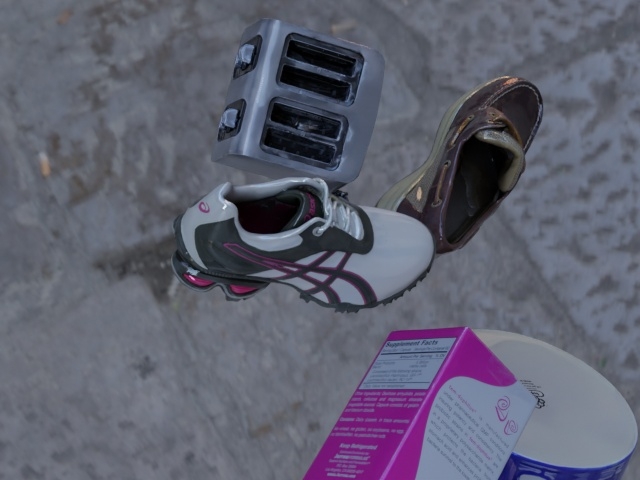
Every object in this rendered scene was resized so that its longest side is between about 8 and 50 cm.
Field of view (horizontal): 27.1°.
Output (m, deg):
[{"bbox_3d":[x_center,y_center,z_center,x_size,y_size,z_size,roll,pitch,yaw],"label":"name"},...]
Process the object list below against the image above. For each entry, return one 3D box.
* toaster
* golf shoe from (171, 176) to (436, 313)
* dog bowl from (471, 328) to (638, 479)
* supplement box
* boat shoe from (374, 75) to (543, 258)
[{"bbox_3d":[-0.020,-0.148,1.527,0.185,0.110,0.168,16,84,-13],"label":"toaster"},{"bbox_3d":[0.000,0.000,1.233,0.272,0.120,0.105,0,61,-26],"label":"golf shoe"},{"bbox_3d":[0.230,0.220,1.553,0.265,0.104,0.265,13,28,-7],"label":"dog bowl"},{"bbox_3d":[0.079,0.194,1.163,0.114,0.111,0.220,-7,42,54],"label":"supplement box"},{"bbox_3d":[0.193,-0.088,1.560,0.123,0.123,0.342,-11,25,47],"label":"boat shoe"}]
